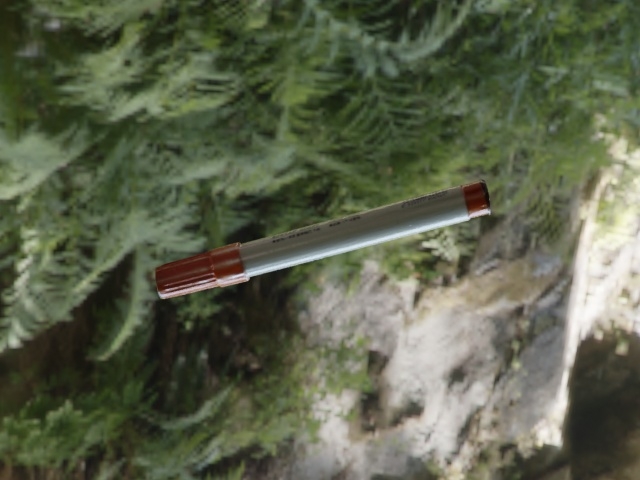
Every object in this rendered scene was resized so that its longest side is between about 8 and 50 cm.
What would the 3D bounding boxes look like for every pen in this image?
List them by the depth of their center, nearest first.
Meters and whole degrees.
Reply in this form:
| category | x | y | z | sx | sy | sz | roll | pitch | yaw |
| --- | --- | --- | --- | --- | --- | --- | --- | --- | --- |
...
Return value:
| category | x | y | z | sx | sy | sz | roll | pitch | yaw |
| --- | --- | --- | --- | --- | --- | --- | --- | --- | --- |
| pen | 0.000 | 0.000 | 0.788 | 0.239 | 0.028 | 0.028 | -15 | -160 | 5 |
